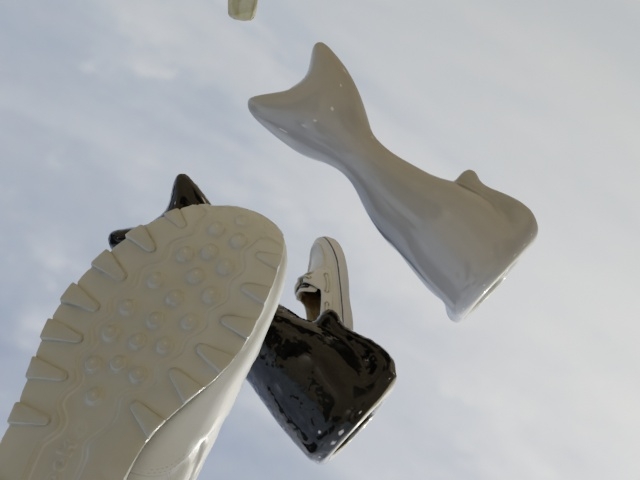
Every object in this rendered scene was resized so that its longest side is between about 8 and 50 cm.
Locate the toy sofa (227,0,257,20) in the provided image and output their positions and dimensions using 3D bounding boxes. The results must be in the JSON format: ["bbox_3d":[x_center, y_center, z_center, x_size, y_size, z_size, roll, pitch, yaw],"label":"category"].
[{"bbox_3d":[-0.199,-0.234,0.770,0.362,0.177,0.150,4,-148,-7],"label":"toy sofa"}]

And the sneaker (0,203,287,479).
[{"bbox_3d":[-0.087,0.089,0.677,0.090,0.235,0.095,24,161,26],"label":"sneaker"}]

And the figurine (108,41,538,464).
[{"bbox_3d":[0.000,0.000,0.969,0.209,0.215,0.092,44,174,9],"label":"figurine"}]

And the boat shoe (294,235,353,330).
[{"bbox_3d":[-0.001,0.036,1.069,0.035,0.035,0.100,11,-130,-23],"label":"boat shoe"}]
